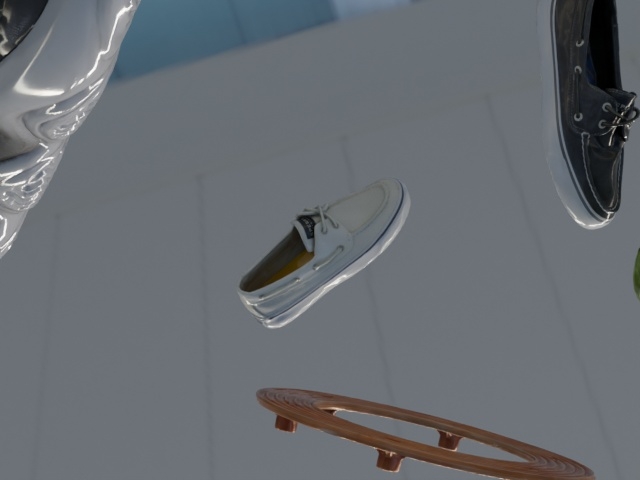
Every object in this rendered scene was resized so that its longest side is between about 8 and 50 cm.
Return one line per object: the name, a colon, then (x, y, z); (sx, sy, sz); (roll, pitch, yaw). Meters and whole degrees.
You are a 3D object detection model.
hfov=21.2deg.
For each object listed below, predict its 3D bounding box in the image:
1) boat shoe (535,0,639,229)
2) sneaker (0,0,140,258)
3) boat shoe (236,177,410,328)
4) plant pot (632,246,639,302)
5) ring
boat shoe: (0.250, -0.127, 1.541); (0.080, 0.229, 0.076); (8, 164, -44)
sneaker: (-0.131, -0.087, 0.494); (0.153, 0.268, 0.101); (23, -123, -13)
boat shoe: (0.000, 0.000, 0.842); (0.100, 0.035, 0.035); (-39, -136, 0)
plant pot: (0.392, 0.053, 1.330); (0.276, 0.254, 0.276); (-45, -162, 19)
ring: (0.098, 0.197, 1.653); (0.336, 0.032, 0.336); (13, 180, 0)
